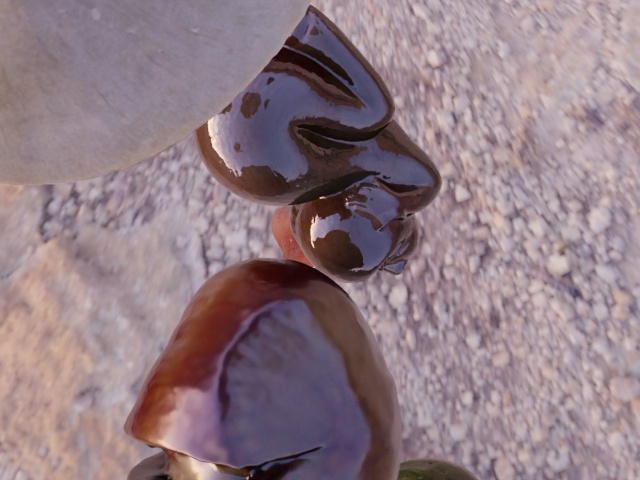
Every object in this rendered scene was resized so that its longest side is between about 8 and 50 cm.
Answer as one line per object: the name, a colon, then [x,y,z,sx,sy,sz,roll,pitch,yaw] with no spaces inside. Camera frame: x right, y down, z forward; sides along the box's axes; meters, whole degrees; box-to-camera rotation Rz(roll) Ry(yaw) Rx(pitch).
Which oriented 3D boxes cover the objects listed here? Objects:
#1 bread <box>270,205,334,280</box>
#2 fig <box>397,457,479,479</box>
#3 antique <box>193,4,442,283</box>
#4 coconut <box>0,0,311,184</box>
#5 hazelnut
bread: [0.001,0.000,1.862,0.067,0.192,0.119,1,90,-26]
fig: [0.114,0.310,1.908,0.177,0.117,0.117,20,105,12]
antique: [-0.004,-0.064,1.263,0.143,0.121,0.257,-59,135,-21]
coconut: [-0.148,-0.175,0.734,0.329,0.329,0.328,0,105,0]
hazelnut: [-0.047,0.138,1.208,0.217,0.217,0.251,5,90,-1]
